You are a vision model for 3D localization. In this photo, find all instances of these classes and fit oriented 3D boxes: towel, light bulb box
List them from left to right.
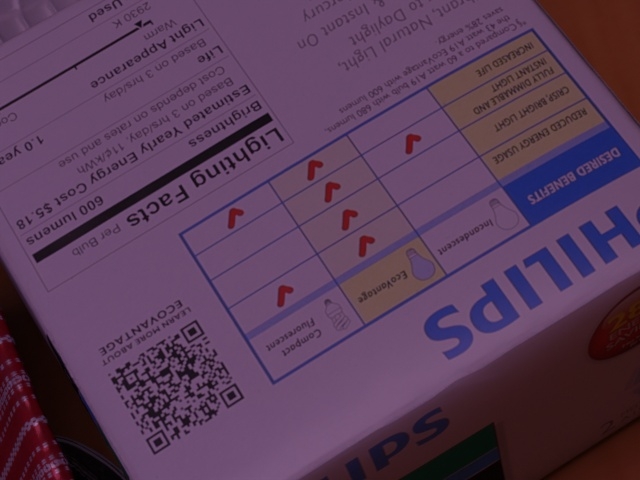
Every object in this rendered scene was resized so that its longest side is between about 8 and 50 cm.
[{"bbox_3d":[-0.226,0.105,1.202,0.031,0.199,0.275,-8,54,-32],"label":"towel"},{"bbox_3d":[0.000,0.000,1.176,0.358,0.225,0.361,-31,61,-6],"label":"light bulb box"}]

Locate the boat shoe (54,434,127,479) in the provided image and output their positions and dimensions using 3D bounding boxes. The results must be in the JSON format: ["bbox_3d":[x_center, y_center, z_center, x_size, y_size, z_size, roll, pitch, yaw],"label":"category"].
[{"bbox_3d":[-0.130,0.198,1.186,0.078,0.070,0.219,-39,62,-10],"label":"boat shoe"}]

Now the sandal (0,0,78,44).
[{"bbox_3d":[-0.307,-0.171,1.394,0.416,0.102,0.169,-15,82,18],"label":"sandal"}]
